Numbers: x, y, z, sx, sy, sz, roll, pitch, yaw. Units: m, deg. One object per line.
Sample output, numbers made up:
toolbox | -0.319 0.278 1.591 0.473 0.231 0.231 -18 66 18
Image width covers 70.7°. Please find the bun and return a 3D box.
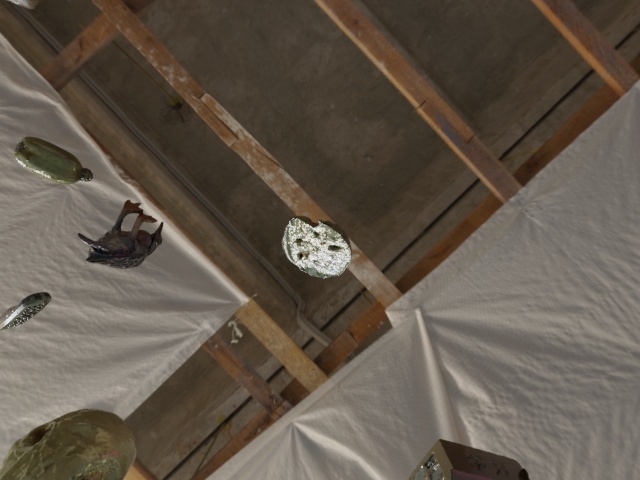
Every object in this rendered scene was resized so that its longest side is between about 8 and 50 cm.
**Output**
bun | -0.693 0.586 1.195 0.363 0.364 0.203 -18 -73 0

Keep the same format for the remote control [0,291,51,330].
remote control | -0.785 0.188 1.186 0.221 0.072 0.042 -29 -96 30

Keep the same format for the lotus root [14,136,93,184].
lotus root | -0.686 -0.198 1.166 0.182 0.077 0.091 26 -95 -41

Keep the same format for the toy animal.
toy animal | -0.541 -0.001 1.258 0.122 0.298 0.186 32 -67 5

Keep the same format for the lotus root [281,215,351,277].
lotus root | -0.001 0.002 1.146 0.183 0.204 0.078 34 -130 -1

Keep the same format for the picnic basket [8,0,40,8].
picnic basket | -0.531 -0.610 0.712 0.292 0.337 0.338 12 -87 -26

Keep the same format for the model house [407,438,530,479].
model house | 0.241 0.454 0.651 0.180 0.248 0.176 22 -73 -15
